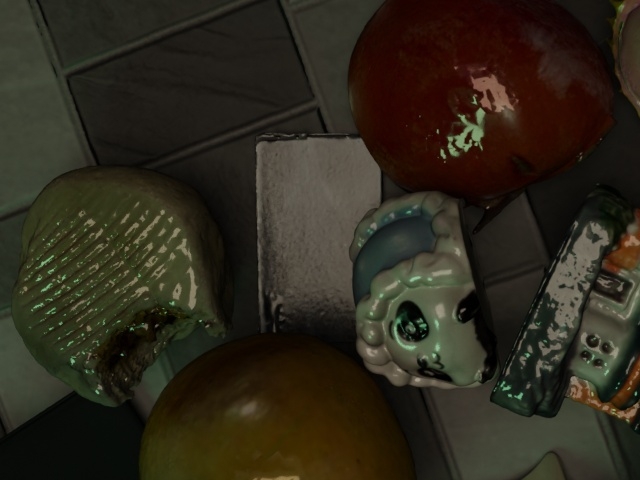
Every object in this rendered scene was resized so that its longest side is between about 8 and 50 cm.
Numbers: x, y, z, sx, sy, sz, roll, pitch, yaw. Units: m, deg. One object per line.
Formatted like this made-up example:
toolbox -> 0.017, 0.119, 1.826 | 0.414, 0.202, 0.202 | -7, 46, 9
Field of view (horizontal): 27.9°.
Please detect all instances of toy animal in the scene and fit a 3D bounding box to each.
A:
toy animal -> 0.110, 0.066, 1.434 | 0.156, 0.204, 0.208 | -13, 131, 12

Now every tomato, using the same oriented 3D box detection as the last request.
tomato -> 0.180, -0.173, 1.440 | 0.309, 0.170, 0.308 | 0, 95, 1

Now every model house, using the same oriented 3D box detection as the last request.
model house -> 0.372, 0.113, 1.425 | 0.301, 0.190, 0.271 | 25, 96, 5

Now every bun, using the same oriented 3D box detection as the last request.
bun -> -0.224, 0.041, 1.502 | 0.282, 0.205, 0.281 | -1, 87, 15

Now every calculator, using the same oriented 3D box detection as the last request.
calculator -> 0.000, 0.000, 1.559 | 0.161, 0.021, 0.261 | 1, 95, 8

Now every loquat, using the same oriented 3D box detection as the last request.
loquat -> -0.064, 0.277, 1.422 | 0.328, 0.359, 0.328 | 25, 129, 35

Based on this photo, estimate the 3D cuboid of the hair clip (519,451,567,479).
hair clip -> 0.235, 0.412, 1.507 | 0.173, 0.113, 0.282 | -16, 91, 10

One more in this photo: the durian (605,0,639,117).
durian -> 0.423, -0.183, 1.429 | 0.187, 0.154, 0.260 | -18, 98, 32

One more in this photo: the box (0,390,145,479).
box -> -0.303, 0.280, 1.540 | 0.160, 0.230, 0.050 | 56, 141, 1
